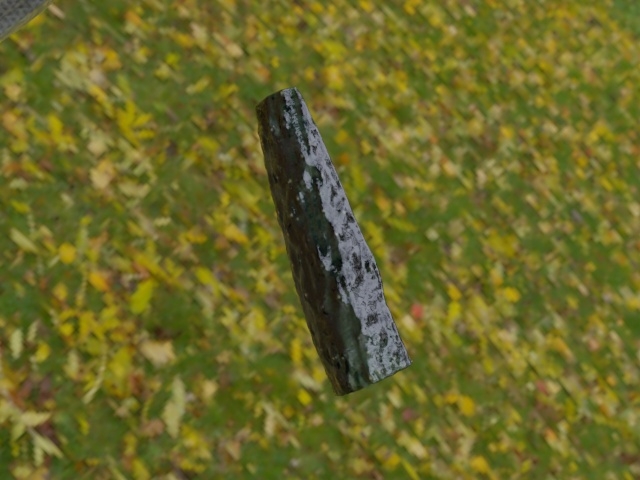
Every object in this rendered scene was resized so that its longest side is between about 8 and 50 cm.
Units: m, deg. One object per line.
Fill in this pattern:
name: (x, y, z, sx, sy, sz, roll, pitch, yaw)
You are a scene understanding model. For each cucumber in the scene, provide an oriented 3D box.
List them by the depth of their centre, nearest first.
cucumber: (-0.003, 0.001, 0.942, 0.078, 0.062, 0.211, 180, -113, -88)

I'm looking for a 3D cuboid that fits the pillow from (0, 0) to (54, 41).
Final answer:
pillow: (-0.168, -0.041, 0.398, 0.059, 0.255, 0.169, 54, -3, -18)
